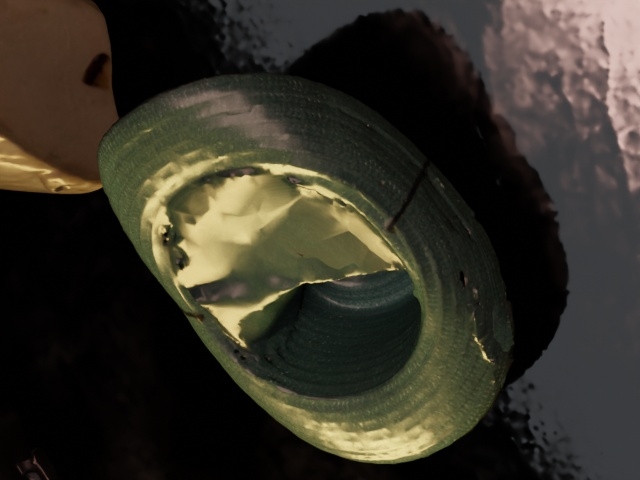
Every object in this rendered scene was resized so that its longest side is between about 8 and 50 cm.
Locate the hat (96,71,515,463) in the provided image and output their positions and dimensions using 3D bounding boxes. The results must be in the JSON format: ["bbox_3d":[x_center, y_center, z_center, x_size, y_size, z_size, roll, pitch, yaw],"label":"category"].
[{"bbox_3d":[0.000,0.000,0.723,0.138,0.078,0.191,-24,113,36],"label":"hat"}]

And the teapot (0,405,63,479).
[{"bbox_3d":[-0.159,0.127,0.825,0.096,0.087,0.177,-29,92,24],"label":"teapot"}]

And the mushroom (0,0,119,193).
[{"bbox_3d":[-0.201,-0.079,0.779,0.247,0.108,0.096,5,66,21],"label":"mushroom"}]
